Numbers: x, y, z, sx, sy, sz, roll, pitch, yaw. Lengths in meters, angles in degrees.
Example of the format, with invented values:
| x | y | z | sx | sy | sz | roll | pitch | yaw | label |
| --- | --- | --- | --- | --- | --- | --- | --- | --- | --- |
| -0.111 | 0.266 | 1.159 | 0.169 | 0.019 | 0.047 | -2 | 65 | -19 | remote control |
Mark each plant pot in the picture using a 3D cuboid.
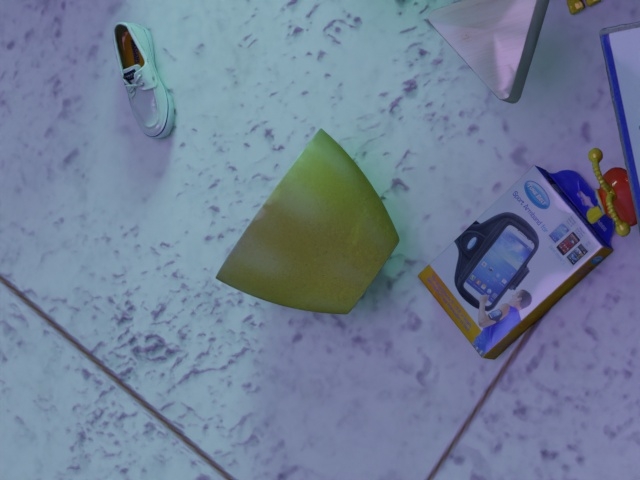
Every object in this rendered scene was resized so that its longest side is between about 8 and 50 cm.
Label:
| x | y | z | sx | sy | sz | roll | pitch | yaw | label |
| --- | --- | --- | --- | --- | --- | --- | --- | --- | --- |
| 0.000 | 0.000 | 1.376 | 0.095 | 0.134 | 0.134 | 36 | 102 | 0 | plant pot |

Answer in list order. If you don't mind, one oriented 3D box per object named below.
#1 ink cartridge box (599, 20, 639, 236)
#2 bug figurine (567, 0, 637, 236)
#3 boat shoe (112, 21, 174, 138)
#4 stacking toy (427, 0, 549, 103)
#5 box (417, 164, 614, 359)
| x | y | z | sx | sy | sz | roll | pitch | yaw | label |
| --- | --- | --- | --- | --- | --- | --- | --- | --- | --- |
| 0.358 | -0.020 | 1.182 | 0.307 | 0.072 | 0.303 | -9 | 96 | 27 | ink cartridge box |
| 0.235 | -0.146 | 1.290 | 0.216 | 0.072 | 0.279 | -30 | 72 | 21 | bug figurine |
| -0.145 | -0.129 | 1.504 | 0.035 | 0.035 | 0.100 | -19 | 76 | 24 | boat shoe |
| 0.092 | -0.268 | 1.239 | 0.309 | 0.130 | 0.279 | 40 | 103 | 24 | stacking toy |
| 0.144 | 0.011 | 1.345 | 0.136 | 0.028 | 0.081 | -46 | 67 | 18 | box |
